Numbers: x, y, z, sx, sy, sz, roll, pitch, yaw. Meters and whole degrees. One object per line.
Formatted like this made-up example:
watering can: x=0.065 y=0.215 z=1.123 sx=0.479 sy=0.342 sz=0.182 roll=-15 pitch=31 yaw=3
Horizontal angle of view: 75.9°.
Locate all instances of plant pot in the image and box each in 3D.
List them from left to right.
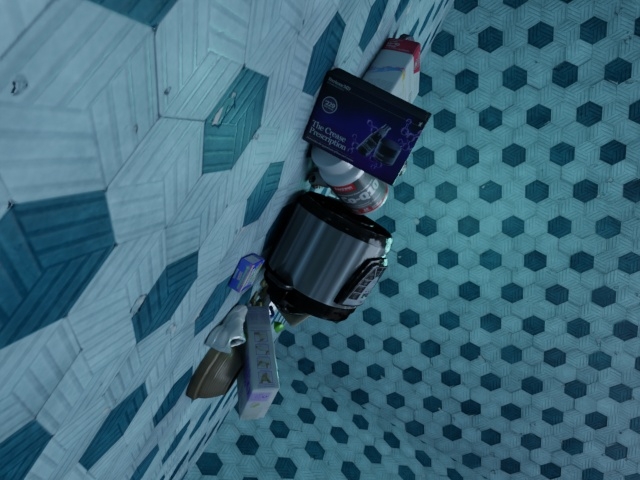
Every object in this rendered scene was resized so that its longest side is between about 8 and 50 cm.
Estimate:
plant pot: x=-0.340 y=0.447 z=1.399 sx=0.237 sy=0.110 sz=0.237 roll=-60 pitch=174 yaw=-10

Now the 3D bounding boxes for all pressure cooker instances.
pressure cooker: x=0.010 y=0.081 z=1.442 sx=0.419 sy=0.370 sz=0.375 roll=-61 pitch=-165 yaw=12

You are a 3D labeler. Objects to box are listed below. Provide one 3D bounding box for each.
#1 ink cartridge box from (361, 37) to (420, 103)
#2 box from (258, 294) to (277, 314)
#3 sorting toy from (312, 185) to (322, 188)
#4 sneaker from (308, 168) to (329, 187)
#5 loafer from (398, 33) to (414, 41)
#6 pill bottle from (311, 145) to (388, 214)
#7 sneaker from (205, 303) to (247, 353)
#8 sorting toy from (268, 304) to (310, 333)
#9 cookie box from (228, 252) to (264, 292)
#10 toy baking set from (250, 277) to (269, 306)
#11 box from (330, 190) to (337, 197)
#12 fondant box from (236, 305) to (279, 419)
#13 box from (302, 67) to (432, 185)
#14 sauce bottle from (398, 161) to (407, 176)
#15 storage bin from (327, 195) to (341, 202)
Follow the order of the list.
ink cartridge box: x=0.237 y=-0.522 z=1.457 sx=0.306 sy=0.131 sz=0.226 roll=-57 pitch=158 yaw=-21
box: x=-0.186 y=0.219 z=1.784 sx=0.323 sy=0.067 sz=0.063 roll=-58 pitch=138 yaw=-15
sorting toy: x=0.008 y=-0.232 z=1.520 sx=0.101 sy=0.042 sz=0.061 roll=-63 pitch=175 yaw=20
sneaker: x=-0.010 y=-0.223 z=1.417 sx=0.134 sy=0.070 sz=0.050 roll=-116 pitch=-141 yaw=-60
loafer: x=0.273 y=-0.675 z=1.630 sx=0.109 sy=0.095 sz=0.302 roll=-22 pitch=149 yaw=-30
pill bottle: x=0.094 y=-0.209 z=1.271 sx=0.161 sy=0.161 sz=0.283 roll=-61 pitch=145 yaw=-9
sneaker: x=-0.268 y=0.283 z=1.290 sx=0.080 sy=0.094 sz=0.212 roll=-66 pitch=174 yaw=28
sorting toy: x=-0.081 y=0.250 z=1.665 sx=0.348 sy=0.196 sz=0.047 roll=-32 pitch=129 yaw=-14
cookie box: x=-0.206 y=0.089 z=1.152 sx=0.091 sy=0.040 sz=0.107 roll=-61 pitch=174 yaw=10
toy baking set: x=-0.222 y=0.201 z=1.670 sx=0.196 sy=0.030 sz=0.256 roll=-61 pitch=175 yaw=4
box: x=0.154 y=-0.327 z=2.021 sx=0.147 sy=0.121 sz=0.311 roll=-59 pitch=175 yaw=-25
fondant box: x=-0.240 y=0.438 z=1.492 sx=0.330 sy=0.096 sz=0.238 roll=-106 pitch=-150 yaw=-42
box: x=0.113 y=-0.284 z=1.028 sx=0.184 sy=0.262 sz=0.103 roll=-65 pitch=174 yaw=31
sauce bottle: x=0.154 y=-0.278 z=1.463 sx=0.345 sy=0.111 sz=0.111 roll=-4 pitch=135 yaw=-35
storage bin: x=0.072 y=-0.167 z=2.085 sx=0.098 sy=0.135 sz=0.090 roll=-54 pitch=162 yaw=-54
